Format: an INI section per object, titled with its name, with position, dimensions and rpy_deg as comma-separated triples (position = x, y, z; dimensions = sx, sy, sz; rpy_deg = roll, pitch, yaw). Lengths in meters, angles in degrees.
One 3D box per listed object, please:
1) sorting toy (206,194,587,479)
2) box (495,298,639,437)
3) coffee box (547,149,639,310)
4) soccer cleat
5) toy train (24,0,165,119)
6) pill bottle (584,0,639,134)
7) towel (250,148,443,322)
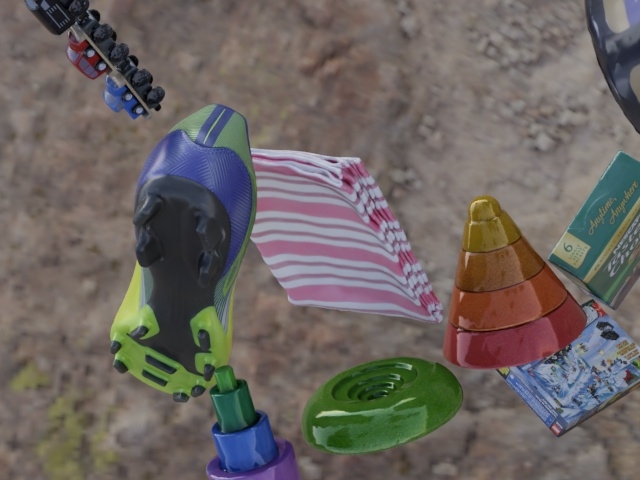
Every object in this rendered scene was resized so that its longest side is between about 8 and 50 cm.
[sorting toy]
position = 0.051, 0.071, 1.380
dimensions = 0.127, 0.365, 0.126
rpy_deg = 8, 119, 51
[box]
position = 0.238, 0.117, 1.689
dimensions = 0.094, 0.137, 0.027
rpy_deg = 49, 139, 21
[coffee box]
position = 0.256, -0.004, 1.562
dimensions = 0.040, 0.184, 0.113
rpy_deg = 35, 90, 21
[soccer cleat]
position = -0.091, 0.016, 1.321
dimensions = 0.093, 0.289, 0.121
rpy_deg = 21, 55, 5
[toy train]
position = -0.146, -0.123, 1.174
dimensions = 0.036, 0.158, 0.027
rpy_deg = -41, 53, -1
[pill bottle]
position = 0.183, -0.094, 0.523
dimensions = 0.219, 0.122, 0.123
rpy_deg = -26, 64, 61
[towel]
position = 0.000, 0.000, 1.408
dimensions = 0.144, 0.197, 0.029
rpy_deg = 6, 54, 34
